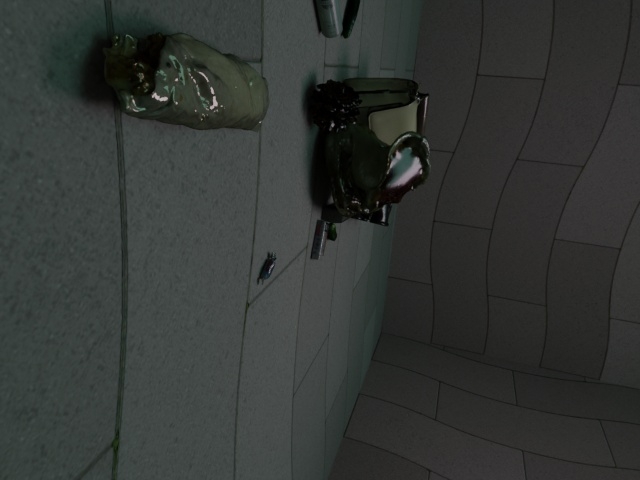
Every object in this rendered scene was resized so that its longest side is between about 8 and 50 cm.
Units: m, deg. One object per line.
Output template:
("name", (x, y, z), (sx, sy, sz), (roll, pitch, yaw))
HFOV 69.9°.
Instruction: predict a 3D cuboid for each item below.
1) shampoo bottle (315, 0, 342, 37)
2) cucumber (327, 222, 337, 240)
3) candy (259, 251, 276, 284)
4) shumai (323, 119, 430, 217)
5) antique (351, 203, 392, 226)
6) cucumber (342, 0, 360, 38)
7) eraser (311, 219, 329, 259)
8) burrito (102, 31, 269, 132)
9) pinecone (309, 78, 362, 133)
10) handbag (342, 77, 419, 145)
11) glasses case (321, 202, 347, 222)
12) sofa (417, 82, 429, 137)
("shampoo bottle", (0.013, -0.572, 1.071), (0.195, 0.056, 0.056), (68, 35, -60))
("cucumber", (0.034, -0.025, 1.517), (0.155, 0.037, 0.037), (74, 29, -72))
("candy", (-0.119, 0.062, 1.047), (0.030, 0.020, 0.083), (81, 26, -49))
("shumai", (0.178, -0.210, 1.341), (0.330, 0.288, 0.292), (41, 40, -66))
("antique", (0.213, -0.193, 1.809), (0.322, 0.185, 0.255), (-7, 114, -75))
("cucumber", (0.094, -0.673, 1.336), (0.033, 0.036, 0.184), (36, 65, -65))
("eraser", (0.000, 0.000, 1.423), (0.052, 0.029, 0.122), (18, 82, -75))
("burrito", (-0.158, -0.214, 0.643), (0.392, 0.076, 0.117), (-36, 127, -71))
("pinecone", (0.035, -0.334, 1.164), (0.121, 0.140, 0.140), (-55, -171, 50))
("handbag", (0.198, -0.343, 1.502), (0.359, 0.236, 0.160), (74, 18, -57))
("glasses case", (0.065, -0.094, 1.526), (0.205, 0.070, 0.047), (-31, 132, -71))
("sofa", (0.243, -0.433, 1.622), (0.182, 0.258, 0.200), (-83, 173, -49))
